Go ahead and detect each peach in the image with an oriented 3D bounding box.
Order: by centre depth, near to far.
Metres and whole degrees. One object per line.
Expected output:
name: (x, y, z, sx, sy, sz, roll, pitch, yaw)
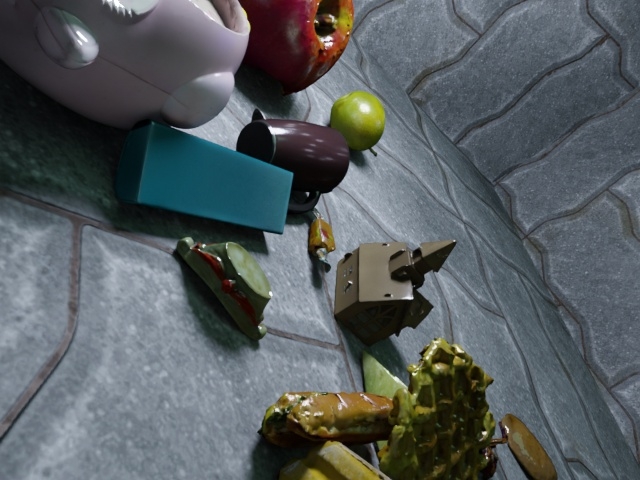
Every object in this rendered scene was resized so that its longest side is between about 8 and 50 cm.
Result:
peach: (-0.115, -0.569, 1.287, 0.416, 0.354, 0.339, 21, -7, 40)

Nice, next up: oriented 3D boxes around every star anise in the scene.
star anise: (0.355, 0.427, 1.080, 0.097, 0.070, 0.190, 56, 24, 8)

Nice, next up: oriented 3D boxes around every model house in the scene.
model house: (0.171, 0.079, 0.985, 0.176, 0.248, 0.181, 42, 30, -23)

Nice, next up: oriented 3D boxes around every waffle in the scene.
waffle: (0.181, 0.312, 0.758, 0.302, 0.068, 0.325, -59, 134, -28)

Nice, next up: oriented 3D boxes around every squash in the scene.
squash: (0.144, 0.343, 0.887, 0.237, 0.155, 0.204, 42, -8, -19)

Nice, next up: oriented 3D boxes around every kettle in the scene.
kettle: (-0.063, -0.153, 1.035, 0.232, 0.143, 0.202, -2, 90, -52)

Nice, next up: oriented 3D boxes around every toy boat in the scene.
toy boat: (-0.125, 0.058, 0.724, 0.185, 0.071, 0.089, 52, 25, -6)

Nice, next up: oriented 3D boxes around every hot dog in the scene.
hot dog: (0.030, 0.247, 0.702, 0.268, 0.115, 0.072, 26, 56, -48)

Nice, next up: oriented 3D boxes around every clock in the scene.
clock: (-0.293, -0.309, 0.689, 0.368, 0.250, 0.376, 54, 20, -1)

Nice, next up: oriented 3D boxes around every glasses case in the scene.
glasses case: (-0.167, -0.088, 0.799, 0.300, 0.070, 0.117, 14, 87, -52)

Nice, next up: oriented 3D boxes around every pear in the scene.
pear: (0.120, -0.335, 1.517, 0.180, 0.166, 0.216, -100, 168, -63)

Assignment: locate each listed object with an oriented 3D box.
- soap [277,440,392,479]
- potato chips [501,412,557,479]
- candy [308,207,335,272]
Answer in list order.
soap: (0.022, 0.316, 0.530, 0.160, 0.257, 0.080, -48, 109, -18)
potato chips: (0.529, 0.523, 1.270, 0.202, 0.049, 0.150, 53, 21, 11)
candy: (0.000, 0.000, 1.028, 0.053, 0.046, 0.182, 35, 27, -27)
